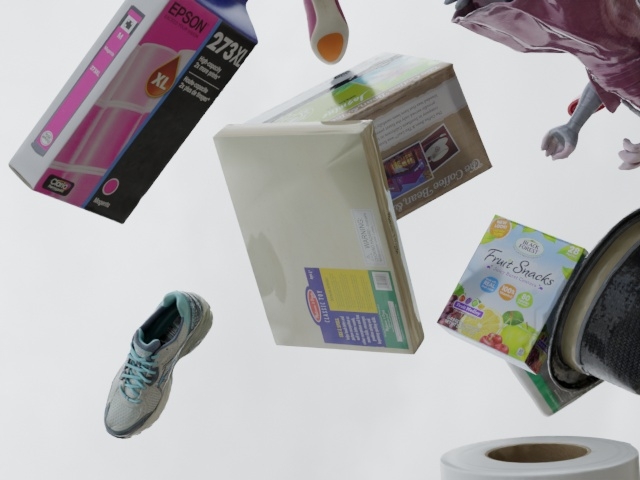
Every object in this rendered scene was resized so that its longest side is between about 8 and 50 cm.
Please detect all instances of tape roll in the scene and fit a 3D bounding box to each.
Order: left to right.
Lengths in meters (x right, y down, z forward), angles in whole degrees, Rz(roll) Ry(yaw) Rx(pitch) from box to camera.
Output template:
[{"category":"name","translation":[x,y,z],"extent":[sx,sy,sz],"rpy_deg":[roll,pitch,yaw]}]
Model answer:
[{"category":"tape roll","translation":[0.272,0.342,1.506],"extent":[0.246,0.246,0.169],"rpy_deg":[-6,-88,-58]}]

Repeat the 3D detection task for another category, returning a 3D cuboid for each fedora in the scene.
[{"category":"fedora","translation":[0.493,0.111,1.845],"extent":[0.334,0.152,0.334],"rpy_deg":[-26,-47,-32]}]

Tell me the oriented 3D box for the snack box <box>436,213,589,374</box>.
[{"category":"snack box","translation":[0.311,0.083,1.958],"extent":[0.207,0.174,0.070],"rpy_deg":[-60,-37,-9]}]

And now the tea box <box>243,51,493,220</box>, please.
[{"category":"tea box","translation":[0.080,-0.175,2.262],"extent":[0.329,0.323,0.220],"rpy_deg":[-29,-69,-13]}]

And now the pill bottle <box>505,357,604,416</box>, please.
[{"category":"pill bottle","translation":[0.529,0.165,2.382],"extent":[0.361,0.204,0.204],"rpy_deg":[-35,-34,4]}]

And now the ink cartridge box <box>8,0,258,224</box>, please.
[{"category":"ink cartridge box","translation":[-0.194,-0.197,1.447],"extent":[0.371,0.069,0.175],"rpy_deg":[-54,-31,7]}]

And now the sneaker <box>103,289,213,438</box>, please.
[{"category":"sneaker","translation":[-0.299,0.203,2.101],"extent":[0.283,0.110,0.122],"rpy_deg":[-61,-20,-7]}]

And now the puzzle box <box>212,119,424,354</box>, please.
[{"category":"puzzle box","translation":[0.000,0.000,1.993],"extent":[0.052,0.272,0.409],"rpy_deg":[-50,-47,-49]}]

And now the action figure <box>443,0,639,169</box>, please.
[{"category":"action figure","translation":[0.318,-0.215,1.289],"extent":[0.370,0.248,0.276],"rpy_deg":[30,-90,-28]}]

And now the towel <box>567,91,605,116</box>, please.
[{"category":"towel","translation":[0.449,-0.235,1.759],"extent":[0.031,0.198,0.275],"rpy_deg":[61,-163,-1]}]

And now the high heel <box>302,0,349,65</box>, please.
[{"category":"high heel","translation":[-0.002,-0.457,2.385],"extent":[0.244,0.082,0.117],"rpy_deg":[68,-174,-49]}]
